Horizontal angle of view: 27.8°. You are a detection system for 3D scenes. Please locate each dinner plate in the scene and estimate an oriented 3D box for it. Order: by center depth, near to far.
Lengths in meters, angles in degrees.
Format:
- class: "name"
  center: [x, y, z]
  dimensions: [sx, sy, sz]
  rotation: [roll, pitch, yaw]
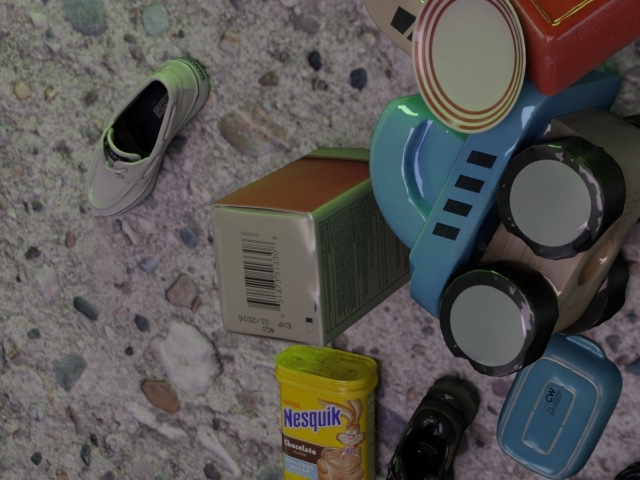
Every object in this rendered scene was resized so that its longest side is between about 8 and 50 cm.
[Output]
- class: "dinner plate"
  center: [0.135, -0.167, 1.158]
  dimensions: [0.141, 0.017, 0.141]
  rotation: [20, 117, 48]

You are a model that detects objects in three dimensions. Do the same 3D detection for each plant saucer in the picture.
- class: "plant saucer"
  center: [0.231, -0.301, 1.135]
  dimensions: [0.258, 0.048, 0.259]
  rotation: [-35, 70, 8]

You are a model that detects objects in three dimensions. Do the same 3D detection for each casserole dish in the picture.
- class: "casserole dish"
  center: [0.259, 0.191, 1.439]
  dimensions: [0.114, 0.037, 0.188]
  rotation: [28, 119, 18]

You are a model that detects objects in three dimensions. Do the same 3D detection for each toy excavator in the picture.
- class: "toy excavator"
  center: [0.144, -0.152, 1.289]
  dimensions: [0.445, 0.222, 0.433]
  rotation: [37, 122, 24]

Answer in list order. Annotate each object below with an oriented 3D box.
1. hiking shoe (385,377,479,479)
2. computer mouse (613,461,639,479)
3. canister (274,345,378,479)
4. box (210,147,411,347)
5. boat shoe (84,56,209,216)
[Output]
- class: "hiking shoe"
  center: [0.109, 0.270, 1.508]
  dimensions: [0.086, 0.114, 0.227]
  rotation: [25, 119, 21]
- class: "computer mouse"
  center: [0.415, 0.375, 1.403]
  dimensions: [0.272, 0.072, 0.188]
  rotation: [38, 126, 27]
- class: "canister"
  center: [0.009, 0.224, 1.576]
  dimensions: [0.126, 0.073, 0.170]
  rotation: [10, 114, 28]
- class: "box"
  center: [0.000, 0.000, 1.398]
  dimensions: [0.127, 0.232, 0.149]
  rotation: [6, 111, 29]
- class: "boat shoe"
  center: [-0.234, -0.121, 1.581]
  dimensions: [0.095, 0.084, 0.258]
  rotation: [42, 123, 10]
